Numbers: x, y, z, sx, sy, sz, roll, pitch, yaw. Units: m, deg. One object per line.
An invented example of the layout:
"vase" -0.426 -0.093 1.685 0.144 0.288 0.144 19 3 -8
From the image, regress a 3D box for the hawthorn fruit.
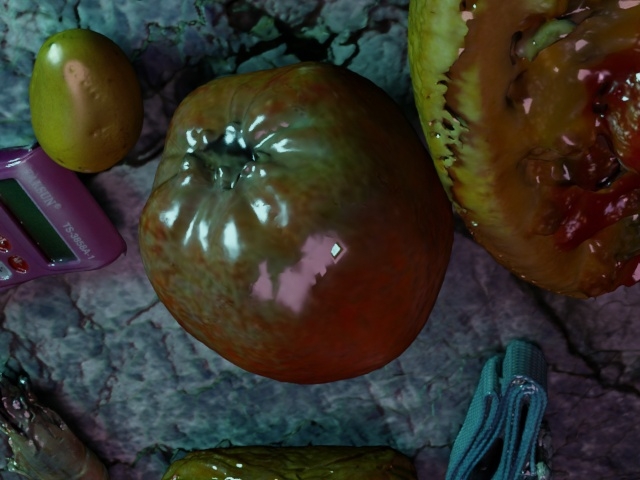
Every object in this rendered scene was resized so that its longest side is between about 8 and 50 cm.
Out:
"hawthorn fruit" 0.000 0.000 1.257 0.210 0.210 0.262 -22 149 18

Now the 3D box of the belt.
"belt" 0.164 0.161 1.514 0.100 0.065 0.179 11 135 0

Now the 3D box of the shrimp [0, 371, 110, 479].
"shrimp" -0.266 0.185 1.526 0.152 0.046 0.219 -14 135 7

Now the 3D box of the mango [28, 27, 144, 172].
"mango" -0.161 -0.096 1.237 0.080 0.060 0.114 -9 131 2

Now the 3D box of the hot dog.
"hot dog" -0.025 0.230 1.550 0.227 0.099 0.160 0 134 1

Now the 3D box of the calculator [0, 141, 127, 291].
"calculator" -0.252 -0.010 1.340 0.190 0.034 0.126 -15 135 19

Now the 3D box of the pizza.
"pizza" 0.264 -0.115 1.148 0.406 0.130 0.440 -26 150 7
